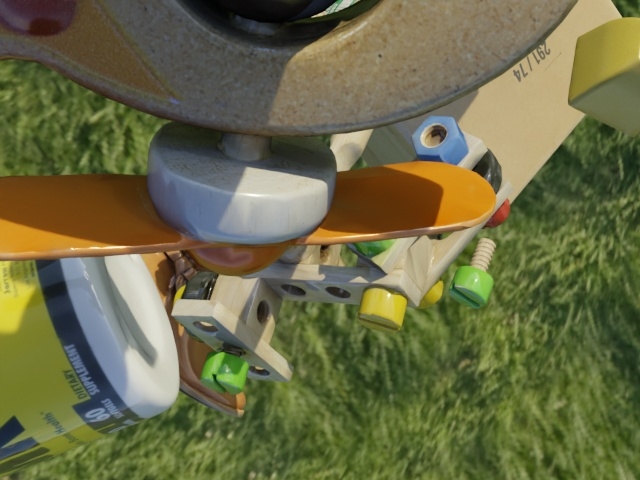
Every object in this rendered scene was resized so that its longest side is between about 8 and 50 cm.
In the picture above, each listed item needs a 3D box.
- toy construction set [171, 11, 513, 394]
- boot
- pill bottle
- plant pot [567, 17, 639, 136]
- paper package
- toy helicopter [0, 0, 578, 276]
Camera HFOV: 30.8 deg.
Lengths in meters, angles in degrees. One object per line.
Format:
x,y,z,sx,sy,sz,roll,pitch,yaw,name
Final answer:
0.000,0.000,0.877,0.257,0.237,0.309,20,155,10,toy construction set
-0.113,0.066,1.123,0.197,0.152,0.073,41,168,-19,boot
-0.189,0.069,0.597,0.208,0.119,0.119,-23,106,5,pill bottle
0.291,-0.159,1.077,0.081,0.082,0.083,22,154,-17,plant pot
0.167,-0.229,1.374,0.309,0.325,0.168,48,165,-25,paper package
-0.086,-0.075,0.363,0.355,0.140,0.235,-12,119,16,toy helicopter
